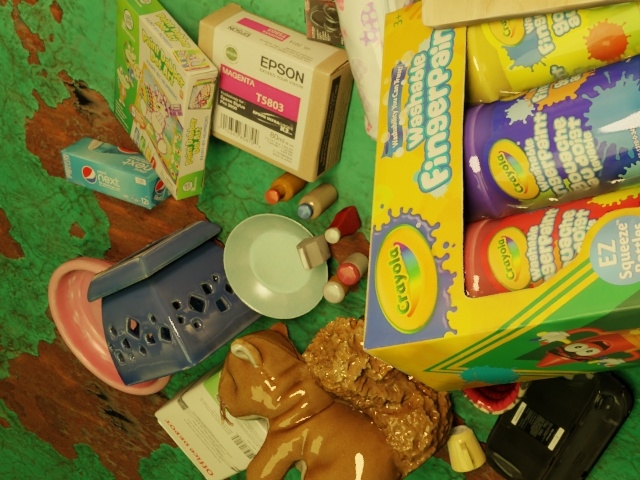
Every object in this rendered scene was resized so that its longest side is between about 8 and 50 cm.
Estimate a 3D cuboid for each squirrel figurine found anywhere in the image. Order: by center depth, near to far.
[{"bbox_3d":[0.012,0.278,1.567,0.397,0.281,0.370,-45,74,25],"label":"squirrel figurine"}]

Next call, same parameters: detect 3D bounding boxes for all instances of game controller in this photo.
[{"bbox_3d":[0.370,0.299,1.434,0.166,0.067,0.319,40,136,27],"label":"game controller"}]

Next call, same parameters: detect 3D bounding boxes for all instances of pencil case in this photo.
[{"bbox_3d":[0.089,-0.269,1.198,0.124,0.113,0.273,43,151,60],"label":"pencil case"}]

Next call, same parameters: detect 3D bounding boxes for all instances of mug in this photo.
[{"bbox_3d":[0.251,0.356,1.547,0.078,0.062,0.064,-1,111,61],"label":"mug"}]

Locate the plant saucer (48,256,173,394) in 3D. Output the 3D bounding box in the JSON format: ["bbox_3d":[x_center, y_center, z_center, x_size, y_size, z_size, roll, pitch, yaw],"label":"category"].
[{"bbox_3d":[-0.424,0.171,1.893,0.332,0.084,0.332,19,128,26],"label":"plant saucer"}]

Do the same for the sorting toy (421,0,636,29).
[{"bbox_3d":[0.198,-0.363,0.904,0.255,0.089,0.257,3,90,42],"label":"sorting toy"}]

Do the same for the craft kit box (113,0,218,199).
[{"bbox_3d":[-0.256,-0.236,1.442,0.250,0.061,0.247,50,141,33],"label":"craft kit box"}]

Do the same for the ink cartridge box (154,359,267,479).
[{"bbox_3d":[-0.181,0.356,1.821,0.198,0.115,0.273,51,134,-4],"label":"ink cartridge box"}]

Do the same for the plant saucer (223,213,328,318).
[{"bbox_3d":[-0.073,0.040,1.563,0.195,0.037,0.195,7,112,17],"label":"plant saucer"}]

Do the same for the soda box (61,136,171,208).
[{"bbox_3d":[-0.376,-0.127,1.663,0.210,0.071,0.067,19,128,25],"label":"soda box"}]

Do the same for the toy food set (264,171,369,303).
[{"bbox_3d":[0.000,0.000,1.436,0.111,0.104,0.232,-11,105,27],"label":"toy food set"}]

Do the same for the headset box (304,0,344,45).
[{"bbox_3d":[0.014,-0.315,1.281,0.083,0.032,0.062,17,128,25],"label":"headset box"}]

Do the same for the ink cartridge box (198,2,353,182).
[{"bbox_3d":[-0.075,-0.225,1.368,0.234,0.088,0.193,26,132,21],"label":"ink cartridge box"}]

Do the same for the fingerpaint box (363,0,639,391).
[{"bbox_3d":[0.247,-0.092,0.953,0.371,0.445,0.163,-14,148,35],"label":"fingerpaint box"}]

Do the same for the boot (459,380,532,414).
[{"bbox_3d":[0.254,0.009,1.150,0.138,0.284,0.377,12,126,29],"label":"boot"}]

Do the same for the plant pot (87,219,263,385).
[{"bbox_3d":[-0.268,0.105,1.639,0.236,0.236,0.212,-21,99,43],"label":"plant pot"}]
